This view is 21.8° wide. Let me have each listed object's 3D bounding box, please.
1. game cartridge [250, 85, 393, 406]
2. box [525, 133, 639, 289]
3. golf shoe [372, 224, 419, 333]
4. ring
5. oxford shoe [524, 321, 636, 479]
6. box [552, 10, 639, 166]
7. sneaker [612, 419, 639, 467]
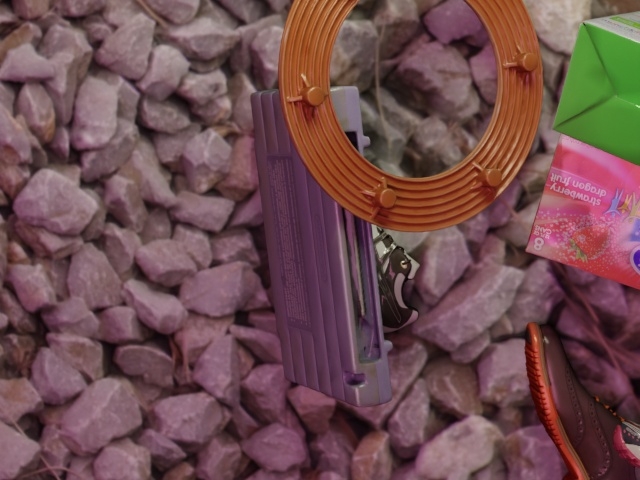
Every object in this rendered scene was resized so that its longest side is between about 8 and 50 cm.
[{"bbox_3d":[0.000,0.000,1.915,0.068,0.230,0.355,-9,98,-18],"label":"game cartridge"},{"bbox_3d":[0.394,-0.020,1.810,0.300,0.142,0.154,20,107,14],"label":"box"},{"bbox_3d":[0.068,0.013,1.970,0.093,0.077,0.198,-8,98,2],"label":"golf shoe"},{"bbox_3d":[0.109,-0.177,1.815,0.032,0.336,0.337,4,104,61],"label":"ring"},{"bbox_3d":[0.308,0.212,1.917,0.098,0.097,0.271,-21,98,1],"label":"oxford shoe"},{"bbox_3d":[0.414,-0.140,1.699,0.262,0.231,0.127,27,115,29],"label":"box"},{"bbox_3d":[0.471,0.217,1.836,0.299,0.121,0.112,1,92,-2],"label":"sneaker"}]
